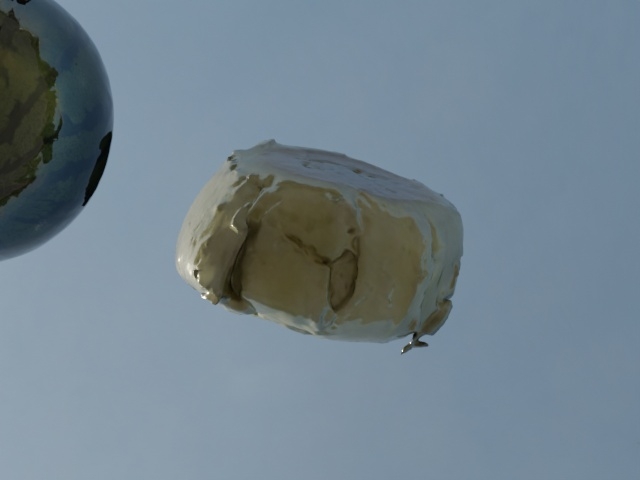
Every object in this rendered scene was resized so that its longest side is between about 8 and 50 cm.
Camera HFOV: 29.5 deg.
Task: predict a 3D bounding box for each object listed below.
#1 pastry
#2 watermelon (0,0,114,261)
[{"bbox_3d":[0.000,0.000,0.680,0.166,0.166,0.088,19,-78,17],"label":"pastry"},{"bbox_3d":[-0.129,-0.053,0.461,0.105,0.105,0.133,-15,-146,12],"label":"watermelon"}]
